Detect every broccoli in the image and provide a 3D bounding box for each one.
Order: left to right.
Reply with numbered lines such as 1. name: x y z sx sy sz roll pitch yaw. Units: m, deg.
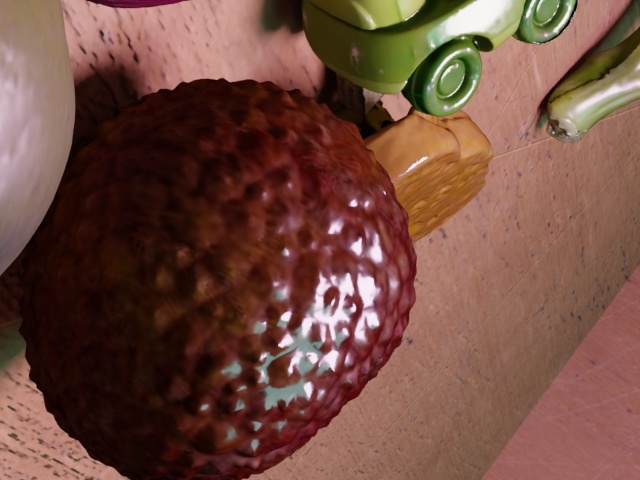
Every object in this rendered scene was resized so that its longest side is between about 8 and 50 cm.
1. broccoli: 0.369 -0.215 2.050 0.304 0.165 0.145 -38 -169 -9

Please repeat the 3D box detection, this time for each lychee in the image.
1. lychee: -0.071 0.028 1.163 0.260 0.260 0.260 -47 161 -22

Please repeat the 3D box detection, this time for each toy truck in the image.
1. toy truck: 0.025 -0.083 1.495 0.049 0.054 0.083 -39 174 37
2. toy truck: 0.062 -0.197 1.272 0.187 0.148 0.210 -49 142 -5

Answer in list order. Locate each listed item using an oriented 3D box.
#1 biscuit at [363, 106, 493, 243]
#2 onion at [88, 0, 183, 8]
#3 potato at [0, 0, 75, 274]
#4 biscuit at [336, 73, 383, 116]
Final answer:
1. biscuit: 0.000 0.000 1.457 0.312 0.057 0.351 -38 170 20
2. onion: -0.048 -0.224 0.973 0.250 0.111 0.247 -53 164 -1
3. potato: -0.216 -0.056 0.633 0.326 0.243 0.221 26 58 -74
4. biscuit: 0.081 -0.200 1.456 0.199 0.040 0.121 -50 159 -20
